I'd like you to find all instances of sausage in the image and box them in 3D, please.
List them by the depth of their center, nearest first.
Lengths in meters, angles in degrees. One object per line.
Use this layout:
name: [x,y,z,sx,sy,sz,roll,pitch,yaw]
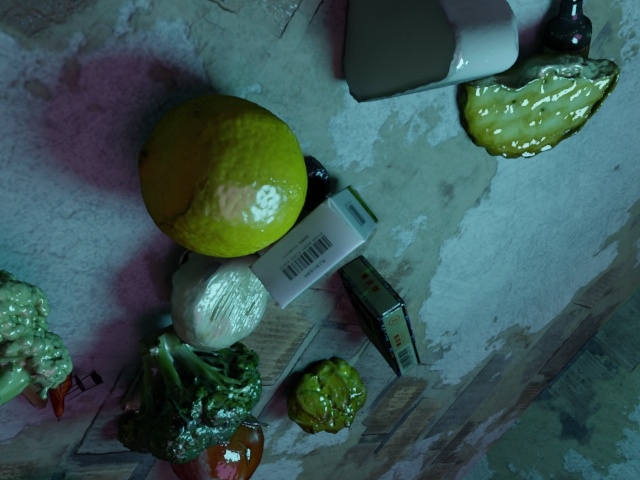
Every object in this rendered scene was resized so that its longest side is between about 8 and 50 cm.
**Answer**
sausage: [-0.604,0.283,1.088,0.043,0.043,0.186,-28,137,-12]

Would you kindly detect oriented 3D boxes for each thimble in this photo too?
thimble: [-0.030,-0.115,1.133,0.095,0.066,0.104,-13,132,-29]

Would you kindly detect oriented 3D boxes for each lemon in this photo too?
lemon: [-0.158,-0.104,0.902,0.293,0.293,0.293,-19,134,-21]

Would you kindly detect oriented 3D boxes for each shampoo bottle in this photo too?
shampoo bottle: [0.565,-0.440,1.247,0.101,0.101,0.283,-29,137,-12]

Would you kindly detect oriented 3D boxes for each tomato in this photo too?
tomato: [-0.274,0.636,1.522,0.309,0.170,0.309,-18,132,-22]

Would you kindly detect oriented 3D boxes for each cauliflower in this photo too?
cauliflower: [-0.540,0.166,0.854,0.260,0.281,0.327,-48,128,4]

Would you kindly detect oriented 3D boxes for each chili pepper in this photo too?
chili pepper: [-0.558,0.325,1.159,0.045,0.027,0.178,-30,144,-50]

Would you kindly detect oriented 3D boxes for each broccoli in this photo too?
broccoli: [-0.287,0.319,1.165,0.304,0.321,0.283,-23,99,23]

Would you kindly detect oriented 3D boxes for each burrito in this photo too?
burrito: [-0.418,0.341,1.267,0.051,0.042,0.171,11,121,-41]

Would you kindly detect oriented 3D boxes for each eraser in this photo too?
eraser: [0.156,-0.365,0.947,0.150,0.331,0.331,-16,133,-26]

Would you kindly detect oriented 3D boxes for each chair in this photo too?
chair: [-0.507,0.302,1.151,0.086,0.037,0.042,-30,152,-40]

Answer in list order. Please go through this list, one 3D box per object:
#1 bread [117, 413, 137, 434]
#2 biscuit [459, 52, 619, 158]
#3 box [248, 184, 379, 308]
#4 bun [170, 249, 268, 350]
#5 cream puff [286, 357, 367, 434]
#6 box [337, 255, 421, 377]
bread: [-0.332,0.393,1.347,0.368,0.084,0.077,-32,98,-9]
biscuit: [0.470,-0.322,1.234,0.335,0.078,0.329,18,138,-25]
box: [0.000,0.000,1.078,0.200,0.106,0.299,-40,180,15]
bun: [-0.219,0.108,1.123,0.239,0.141,0.239,-28,125,-50]
cream puff: [0.023,0.464,1.595,0.244,0.196,0.244,-49,164,-20]
box: [0.163,0.208,1.443,0.084,0.198,0.310,-32,137,-8]
